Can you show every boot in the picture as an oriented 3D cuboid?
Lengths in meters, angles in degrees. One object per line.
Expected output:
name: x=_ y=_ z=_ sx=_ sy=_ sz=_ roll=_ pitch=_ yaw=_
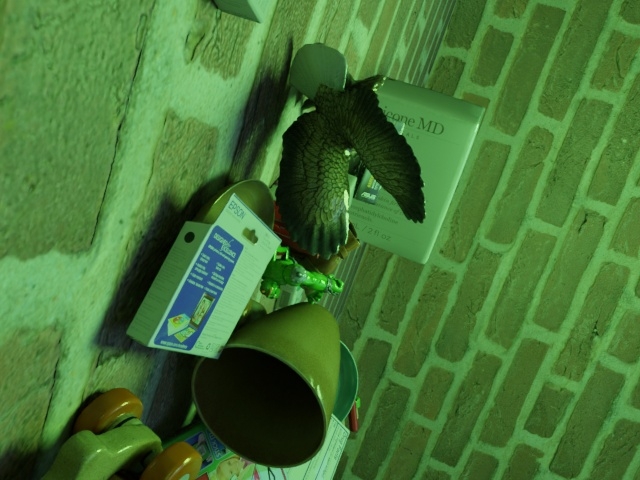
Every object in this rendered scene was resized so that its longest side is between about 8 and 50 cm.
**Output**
boot: x=0.000 y=0.000 z=1.049 sx=0.152 sy=0.197 sz=0.073 roll=-39 pitch=130 yaw=11

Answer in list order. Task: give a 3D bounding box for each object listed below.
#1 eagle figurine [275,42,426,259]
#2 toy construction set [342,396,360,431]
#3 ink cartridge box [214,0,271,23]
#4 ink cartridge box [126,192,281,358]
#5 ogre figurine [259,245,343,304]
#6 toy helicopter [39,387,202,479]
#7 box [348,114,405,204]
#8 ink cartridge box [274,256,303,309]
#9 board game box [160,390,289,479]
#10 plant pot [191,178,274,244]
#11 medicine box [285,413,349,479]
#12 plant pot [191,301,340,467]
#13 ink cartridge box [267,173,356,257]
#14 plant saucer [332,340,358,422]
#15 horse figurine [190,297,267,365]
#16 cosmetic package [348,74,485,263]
eagle figurine: x=0.048 y=-0.150 z=0.817 sx=0.226 sy=0.225 sz=0.298 roll=106 pitch=-10 yaw=-57
toy construction set: x=-0.036 y=0.393 z=1.402 sx=0.257 sy=0.308 sz=0.237 roll=-11 pitch=97 yaw=-60
ink cartridge box: x=-0.081 y=-0.296 z=0.486 sx=0.135 sy=0.056 sz=0.099 roll=31 pitch=80 yaw=-79
ink cartridge box: x=-0.145 y=0.054 z=0.683 sx=0.208 sy=0.045 sz=0.206 roll=-62 pitch=161 yaw=-10
ogre figurine: x=-0.069 y=0.061 z=0.930 sx=0.097 sy=0.197 sz=0.118 roll=-58 pitch=148 yaw=1
toy helicopter: x=-0.295 y=0.299 z=0.490 sx=0.235 sy=0.140 sz=0.355 roll=-60 pitch=159 yaw=4
box: x=0.081 y=-0.196 z=1.124 sx=0.231 sy=0.056 sz=0.183 roll=40 pitch=-66 yaw=61
ink cartridge box: x=-0.043 y=0.069 z=1.361 sx=0.225 sy=0.056 sz=0.181 roll=-47 pitch=156 yaw=-58
board game box: x=-0.151 y=0.463 z=0.887 sx=0.213 sy=0.046 sz=0.317 roll=-19 pitch=90 yaw=-44
plant pot: x=-0.146 y=0.014 z=0.755 sx=0.236 sy=0.032 sz=0.236 roll=-53 pitch=156 yaw=-35
medicine box: x=-0.111 y=0.449 z=1.079 sx=0.149 sy=0.289 sz=0.263 roll=-22 pitch=-154 yaw=41
plant pot: x=-0.060 y=0.222 z=0.897 sx=0.254 sy=0.237 sz=0.237 roll=-46 pitch=155 yaw=-61
ink cartridge box: x=-0.034 y=-0.057 z=0.955 sx=0.231 sy=0.134 sz=0.078 roll=-56 pitch=164 yaw=-45
plant saucer: x=-0.063 y=0.361 z=1.248 sx=0.043 sy=0.317 sz=0.318 roll=-143 pitch=-108 yaw=-72
horse figurine: x=-0.156 y=0.171 z=0.973 sx=0.174 sy=0.066 sz=0.263 roll=-64 pitch=163 yaw=-8
cosmetic package: x=0.226 y=-0.213 z=1.401 sx=0.327 sy=0.329 sz=0.394 roll=-47 pitch=155 yaw=-60
